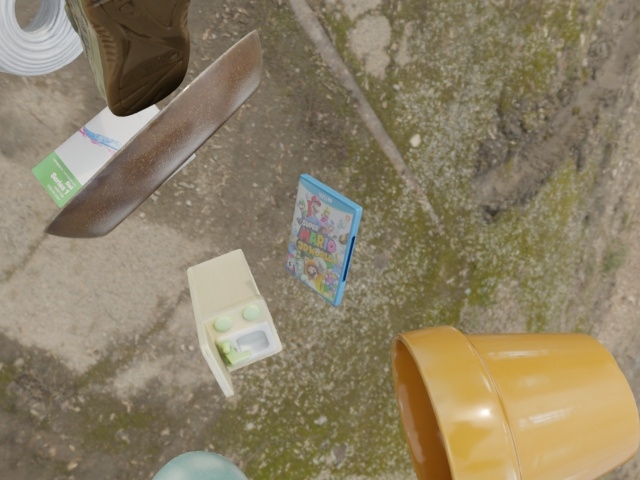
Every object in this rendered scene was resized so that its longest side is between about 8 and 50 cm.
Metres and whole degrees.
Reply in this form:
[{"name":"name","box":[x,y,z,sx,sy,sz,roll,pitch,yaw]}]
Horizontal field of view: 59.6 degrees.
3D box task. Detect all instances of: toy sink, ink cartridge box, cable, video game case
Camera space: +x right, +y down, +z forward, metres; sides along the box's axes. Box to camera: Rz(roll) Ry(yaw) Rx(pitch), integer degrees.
[{"name":"toy sink","box":[-0.163,0.155,1.090,0.131,0.234,0.153,-21,128,-5]},{"name":"ink cartridge box","box":[-0.435,-0.170,1.213,0.278,0.117,0.201,-41,165,-5]},{"name":"cable","box":[-0.494,-0.401,0.937,0.257,0.089,0.257,-58,166,-18]},{"name":"video game case","box":[0.000,0.000,0.831,0.015,0.119,0.167,-18,131,-41]}]

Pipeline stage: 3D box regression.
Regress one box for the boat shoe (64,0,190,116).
[{"name":"boat shoe","box":[-0.139,-0.191,0.382,0.104,0.285,0.089,-34,85,-29]}]

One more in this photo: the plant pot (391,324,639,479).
[{"name":"plant pot","box":[0.189,0.173,0.553,0.187,0.205,0.205,-12,122,-5]}]

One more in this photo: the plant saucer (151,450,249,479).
[{"name":"plant saucer","box":[-0.130,0.352,0.678,0.037,0.195,0.194,-34,148,33]}]

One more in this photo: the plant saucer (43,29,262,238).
[{"name":"plant saucer","box":[-0.168,-0.105,0.615,0.050,0.310,0.311,45,76,-17]}]
